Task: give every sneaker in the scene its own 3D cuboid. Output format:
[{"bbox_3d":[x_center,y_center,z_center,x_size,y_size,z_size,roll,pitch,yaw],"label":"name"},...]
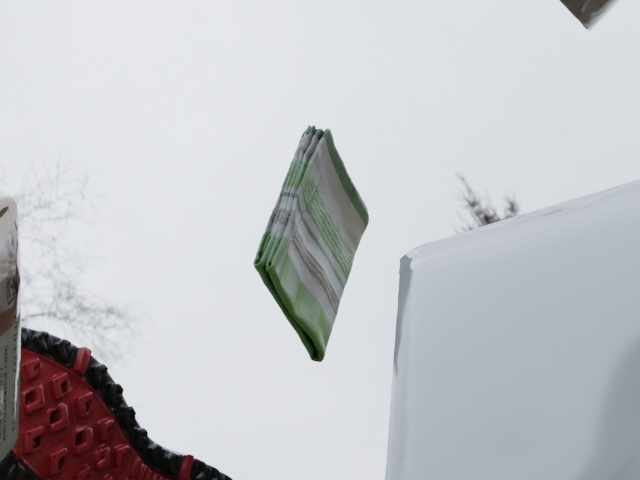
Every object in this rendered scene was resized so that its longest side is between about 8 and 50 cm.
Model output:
[{"bbox_3d":[-0.166,0.156,0.646,0.125,0.104,0.262,-15,-50,33],"label":"sneaker"}]

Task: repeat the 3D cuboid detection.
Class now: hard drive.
[{"bbox_3d":[0.134,0.049,0.489,0.203,0.307,0.040,-17,-72,12],"label":"hard drive"}]

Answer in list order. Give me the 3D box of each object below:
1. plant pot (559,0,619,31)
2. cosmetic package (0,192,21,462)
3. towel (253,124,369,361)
[{"bbox_3d":[0.106,-0.272,0.495,0.284,0.284,0.191,32,-66,-36],"label":"plant pot"},{"bbox_3d":[-0.215,0.061,0.335,0.153,0.296,0.129,3,-79,-1],"label":"cosmetic package"},{"bbox_3d":[0.000,0.000,0.772,0.023,0.152,0.113,-8,-47,27],"label":"towel"}]
